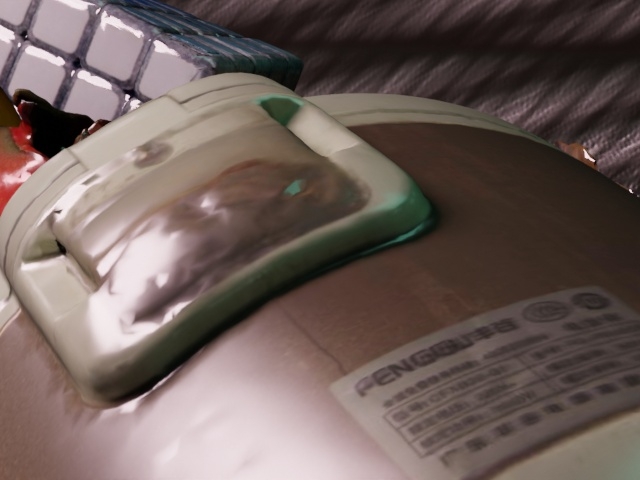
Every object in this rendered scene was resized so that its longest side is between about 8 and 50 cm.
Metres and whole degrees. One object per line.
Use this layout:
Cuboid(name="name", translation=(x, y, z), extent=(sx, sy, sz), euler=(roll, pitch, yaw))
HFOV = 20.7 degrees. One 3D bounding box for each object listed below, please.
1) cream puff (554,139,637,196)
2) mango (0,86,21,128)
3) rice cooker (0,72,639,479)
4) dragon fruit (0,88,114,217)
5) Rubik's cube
Cuboid(name="cream puff", translation=(0.080, 0.118, 0.907), extent=(0.229, 0.350, 0.350), euler=(-26, 39, -26))
Cuboid(name="mango", translation=(-0.277, -0.034, 1.057), extent=(0.350, 0.199, 0.201), euler=(38, 24, -53))
Cuboid(name="rice cooker", translation=(0.031, 0.130, 0.531), extent=(0.335, 0.335, 0.325), euler=(22, 12, -32))
Cuboid(name="dragon fruit", translation=(-0.128, 0.025, 0.997), extent=(0.192, 0.193, 0.274), euler=(26, 29, -25))
Cuboid(name="Rubik's cube", translation=(-0.184, -0.075, 1.313), extent=(0.237, 0.238, 0.237), euler=(25, 9, 12))
